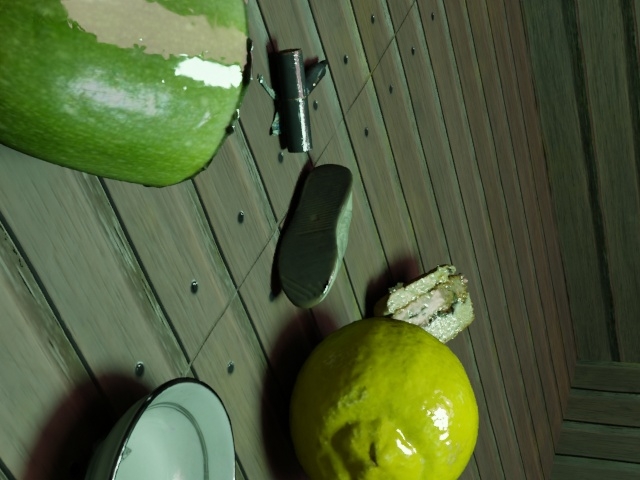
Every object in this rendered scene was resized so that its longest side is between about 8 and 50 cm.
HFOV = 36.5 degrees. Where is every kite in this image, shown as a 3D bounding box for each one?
[{"bbox_3d":[-0.068,-0.234,1.634,0.156,0.011,0.139,45,48,-57],"label":"kite"}]

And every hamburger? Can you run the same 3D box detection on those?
[{"bbox_3d":[0.218,0.147,2.065,0.282,0.245,0.155,-24,87,-18],"label":"hamburger"}]

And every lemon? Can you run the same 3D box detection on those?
[{"bbox_3d":[0.106,0.293,1.660,0.348,0.348,0.348,-4,94,-64],"label":"lemon"}]

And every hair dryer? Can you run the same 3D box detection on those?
[{"bbox_3d":[-0.019,-0.255,1.688,0.195,0.050,0.173,-42,131,-63],"label":"hair dryer"}]

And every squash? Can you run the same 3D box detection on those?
[{"bbox_3d":[-0.275,-0.192,0.948,0.309,0.310,0.310,-12,102,-48],"label":"squash"}]

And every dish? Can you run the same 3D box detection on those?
[{"bbox_3d":[-0.220,0.327,1.238,0.316,0.106,0.316,0,90,-66],"label":"dish"}]

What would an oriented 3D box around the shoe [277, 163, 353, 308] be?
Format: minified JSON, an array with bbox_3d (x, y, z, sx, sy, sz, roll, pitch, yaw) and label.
[{"bbox_3d":[0.000,0.000,1.684,0.098,0.103,0.275,75,29,-57],"label":"shoe"}]
